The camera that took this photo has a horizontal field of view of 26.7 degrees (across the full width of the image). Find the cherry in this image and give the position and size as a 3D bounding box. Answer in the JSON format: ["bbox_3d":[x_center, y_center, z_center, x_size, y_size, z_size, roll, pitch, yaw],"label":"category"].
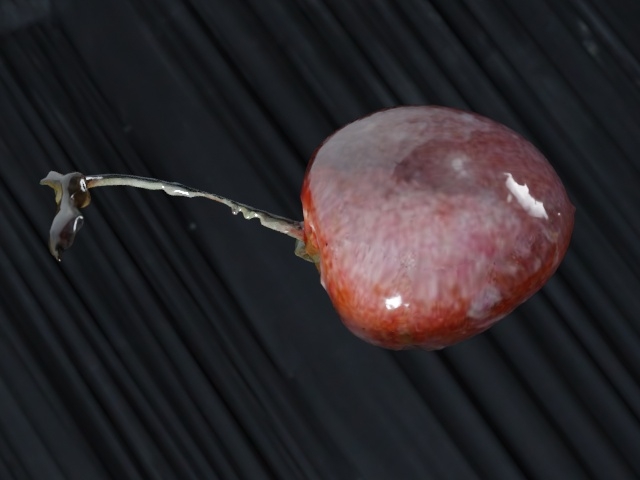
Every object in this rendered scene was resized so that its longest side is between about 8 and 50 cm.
[{"bbox_3d":[0.000,0.000,0.565,0.225,0.107,0.090,-9,163,-6],"label":"cherry"}]
